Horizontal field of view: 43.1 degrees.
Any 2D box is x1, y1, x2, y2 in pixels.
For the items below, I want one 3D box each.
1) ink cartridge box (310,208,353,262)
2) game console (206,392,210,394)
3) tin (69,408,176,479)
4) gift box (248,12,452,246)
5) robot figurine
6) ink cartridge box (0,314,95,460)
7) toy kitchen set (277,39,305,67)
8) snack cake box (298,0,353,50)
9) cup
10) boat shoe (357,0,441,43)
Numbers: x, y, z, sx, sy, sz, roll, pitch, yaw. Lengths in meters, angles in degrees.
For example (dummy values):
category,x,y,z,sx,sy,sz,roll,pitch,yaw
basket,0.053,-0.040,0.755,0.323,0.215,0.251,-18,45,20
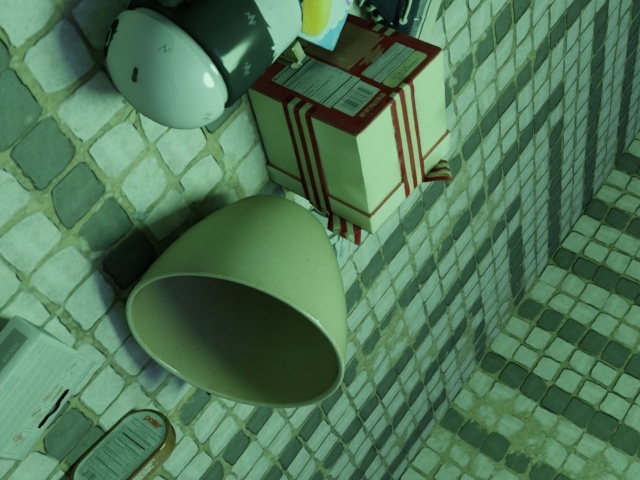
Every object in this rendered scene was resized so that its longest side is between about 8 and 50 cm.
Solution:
category,x,y,z,sx,sy,sz,roll,pitch,yaw
ink cartridge box,0.000,0.000,1.546,0.150,0.063,0.109,-33,140,-40
game console,-0.186,0.187,1.411,0.071,0.107,0.122,-17,135,-14
tin,-0.317,0.352,1.305,0.190,0.106,0.040,-44,147,-29
gift box,0.062,-0.168,1.295,0.255,0.276,0.258,-43,148,-21
robot figurine,-0.137,-0.265,0.995,0.278,0.173,0.209,-51,126,-18
ink cartridge box,-0.413,0.208,1.108,0.181,0.056,0.224,-54,169,-13
toy kitchen set,-0.072,-0.257,1.186,0.075,0.083,0.068,-54,150,-12
snack cake box,-0.001,-0.422,1.152,0.152,0.089,0.264,4,112,-58
cup,-0.099,0.069,1.247,0.331,0.331,0.237,81,20,-48
boat shoe,0.112,-0.402,1.346,0.158,0.127,0.340,0,144,-15
